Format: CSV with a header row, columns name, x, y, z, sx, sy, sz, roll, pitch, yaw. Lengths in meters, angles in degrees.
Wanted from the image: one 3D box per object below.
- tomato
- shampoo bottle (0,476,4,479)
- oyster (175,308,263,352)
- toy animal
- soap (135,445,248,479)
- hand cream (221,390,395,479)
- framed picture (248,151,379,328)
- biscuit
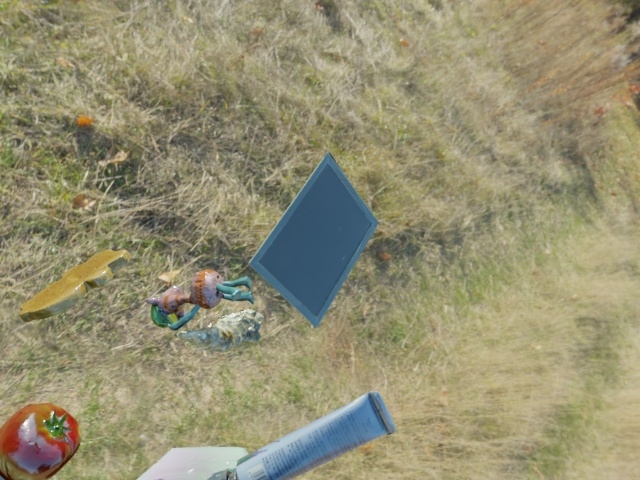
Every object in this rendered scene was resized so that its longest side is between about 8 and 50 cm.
name,x,y,z,sx,sy,sz,roll,pitch,yaw
tomato,-0.324,0.231,0.471,0.087,0.075,0.087,48,7,-7
shampoo bottle,-0.745,0.544,0.659,0.331,0.331,0.343,33,27,-28
oyster,-0.178,0.189,0.822,0.200,0.061,0.106,-25,106,-55
toy animal,-0.225,0.114,0.759,0.103,0.208,0.100,-87,157,-43
soap,-0.255,0.563,0.744,0.261,0.446,0.156,4,94,-10
hand cream,-0.017,0.301,0.598,0.055,0.256,0.088,-118,-176,-72
framed picture,0.000,0.000,0.747,0.197,0.014,0.252,49,62,-33
biscuit,-0.512,0.094,0.879,0.225,0.165,0.036,-51,130,-44
